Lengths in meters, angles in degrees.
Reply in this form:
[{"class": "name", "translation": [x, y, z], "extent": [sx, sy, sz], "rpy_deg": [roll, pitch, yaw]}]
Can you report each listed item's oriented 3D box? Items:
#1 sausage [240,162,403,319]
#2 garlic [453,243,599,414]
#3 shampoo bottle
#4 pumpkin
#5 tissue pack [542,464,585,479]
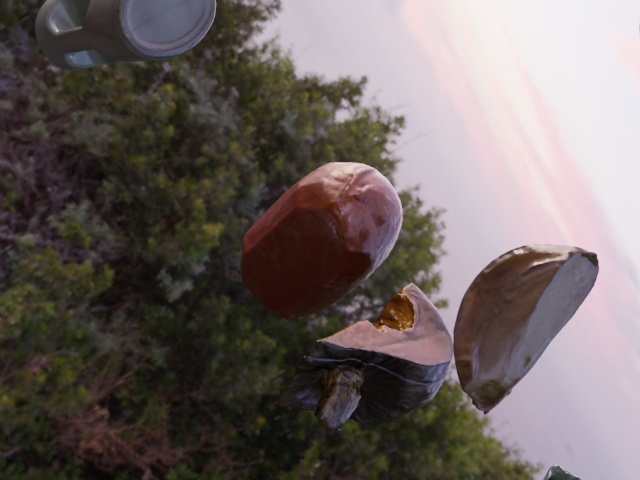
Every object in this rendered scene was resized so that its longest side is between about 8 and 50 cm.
[{"class": "sausage", "translation": [0.001, -0.001, 1.165], "extent": [0.153, 0.268, 0.141], "rpy_deg": [48, 46, 1]}, {"class": "garlic", "translation": [0.196, 0.077, 0.940], "extent": [0.087, 0.195, 0.101], "rpy_deg": [41, -4, -29]}, {"class": "shampoo bottle", "translation": [-0.219, -0.225, 0.927], "extent": [0.234, 0.118, 0.087], "rpy_deg": [6, -51, 47]}, {"class": "pumpkin", "translation": [0.067, 0.150, 1.035], "extent": [0.126, 0.131, 0.248], "rpy_deg": [51, 39, 11]}, {"class": "tissue pack", "translation": [0.029, 0.322, 0.363], "extent": [0.162, 0.287, 0.388], "rpy_deg": [29, -57, 47]}]
